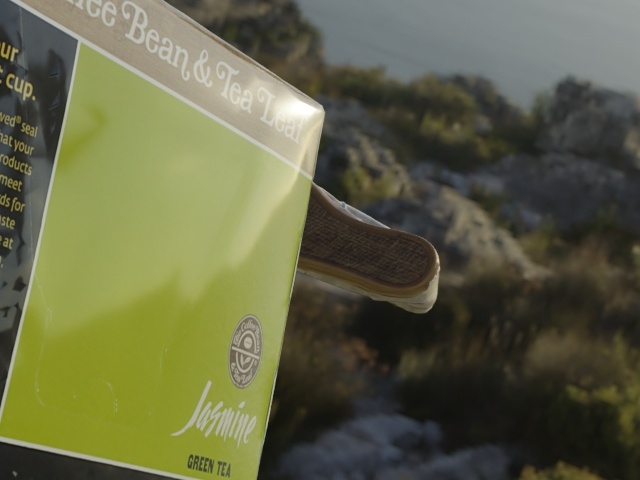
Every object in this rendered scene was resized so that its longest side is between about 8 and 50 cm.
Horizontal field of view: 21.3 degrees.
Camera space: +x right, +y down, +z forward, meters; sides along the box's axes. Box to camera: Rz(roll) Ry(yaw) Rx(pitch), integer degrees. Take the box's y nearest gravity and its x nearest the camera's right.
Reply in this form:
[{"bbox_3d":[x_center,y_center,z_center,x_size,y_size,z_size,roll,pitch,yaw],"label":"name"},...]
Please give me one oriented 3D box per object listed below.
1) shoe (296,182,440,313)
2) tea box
[{"bbox_3d":[0.000,0.000,1.365,0.219,0.076,0.058,27,-16,24],"label":"shoe"},{"bbox_3d":[-0.186,0.035,0.775,0.220,0.323,0.329,7,-11,28],"label":"tea box"}]
